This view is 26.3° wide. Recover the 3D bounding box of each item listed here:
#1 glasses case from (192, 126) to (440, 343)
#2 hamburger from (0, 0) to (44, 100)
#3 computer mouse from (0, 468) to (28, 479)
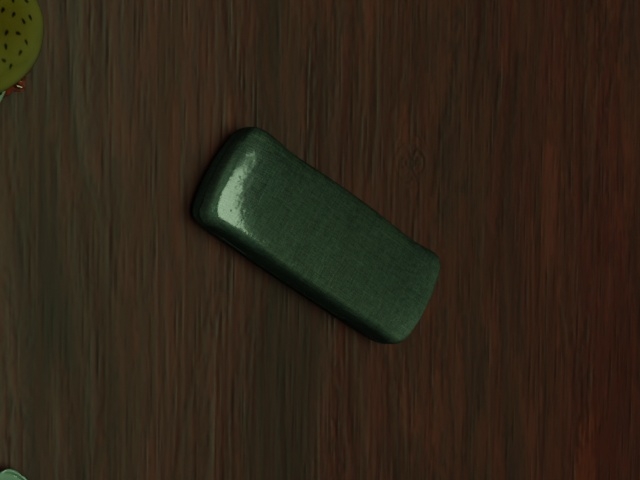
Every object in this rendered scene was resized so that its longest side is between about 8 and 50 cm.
[{"bbox_3d":[0.000,0.000,1.610,0.323,0.074,0.131,35,76,-27],"label":"glasses case"},{"bbox_3d":[-0.354,-0.207,1.352,0.175,0.137,0.175,0,90,-29],"label":"hamburger"},{"bbox_3d":[-0.369,0.338,1.405,0.231,0.079,0.128,-36,112,-28],"label":"computer mouse"}]
